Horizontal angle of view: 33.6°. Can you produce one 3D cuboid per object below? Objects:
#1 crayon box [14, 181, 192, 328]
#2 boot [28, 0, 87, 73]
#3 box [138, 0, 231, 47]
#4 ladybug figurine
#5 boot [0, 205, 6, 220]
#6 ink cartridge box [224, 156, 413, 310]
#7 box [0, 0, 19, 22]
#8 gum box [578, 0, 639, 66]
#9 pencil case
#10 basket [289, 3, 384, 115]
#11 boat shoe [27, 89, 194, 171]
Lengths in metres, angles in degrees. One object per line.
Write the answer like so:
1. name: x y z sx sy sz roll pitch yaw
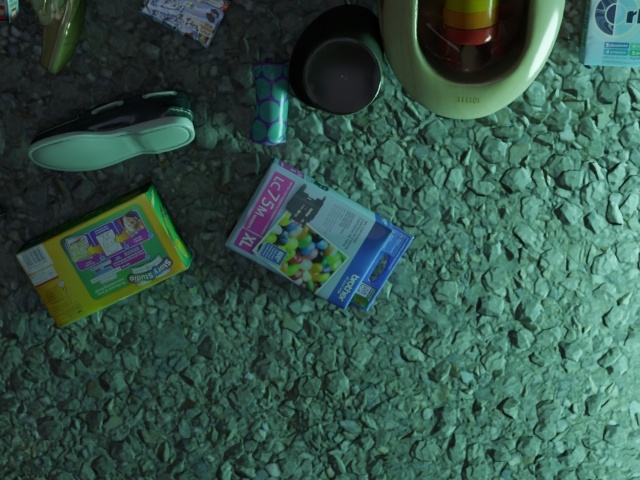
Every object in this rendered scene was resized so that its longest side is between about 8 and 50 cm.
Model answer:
1. crayon box: -0.400 0.028 1.967 0.278 0.081 0.165 -25 107 6
2. boot: -0.508 -0.432 1.813 0.203 0.095 0.262 14 113 -2
3. box: -0.237 -0.411 1.859 0.137 0.027 0.094 27 107 -10
4. ladybug figurine: 0.247 -0.423 1.756 0.305 0.162 0.449 3 126 1
5. boot: -0.661 -0.139 1.921 0.189 0.076 0.208 6 101 -5
6. ink cartridge box: 0.000 0.000 1.980 0.311 0.065 0.186 28 105 -11
7. box: -0.607 -0.436 1.764 0.207 0.036 0.114 10 120 10
8. gum box: 0.548 -0.401 1.872 0.157 0.041 0.184 3 107 -2
9. pencil case: -0.092 -0.246 1.895 0.070 0.064 0.152 4 108 3
10. basket: 0.032 -0.294 1.798 0.154 0.227 0.204 35 104 -11
11. boat shoe: -0.374 -0.198 1.894 0.302 0.091 0.114 -8 152 0
